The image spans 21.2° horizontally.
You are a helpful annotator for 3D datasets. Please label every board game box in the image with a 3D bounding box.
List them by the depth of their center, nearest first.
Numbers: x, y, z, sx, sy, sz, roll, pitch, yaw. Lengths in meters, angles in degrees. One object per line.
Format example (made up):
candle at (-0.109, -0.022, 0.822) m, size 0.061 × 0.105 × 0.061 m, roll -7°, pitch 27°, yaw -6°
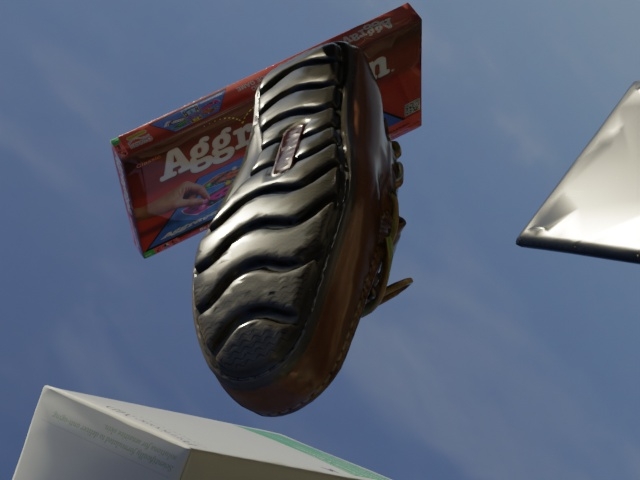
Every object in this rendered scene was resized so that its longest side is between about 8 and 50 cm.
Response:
board game box at (-0.039, -0.092, 1.454) m, size 0.027 × 0.281 × 0.145 m, roll 54°, pitch 163°, yaw 32°

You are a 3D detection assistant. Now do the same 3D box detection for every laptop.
laptop at (0.508, -0.067, 1.962) m, size 0.236 × 0.408 × 0.382 m, roll 44°, pitch 166°, yaw -21°

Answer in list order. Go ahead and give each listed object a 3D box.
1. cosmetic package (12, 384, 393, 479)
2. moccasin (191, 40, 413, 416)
cosmetic package at (-0.099, 0.257, 1.608) m, size 0.197 × 0.155 × 0.365 m, roll 18°, pitch 177°, yaw 36°
moccasin at (-0.003, 0.001, 1.217) m, size 0.147 × 0.139 × 0.380 m, roll 57°, pitch -164°, yaw -25°
